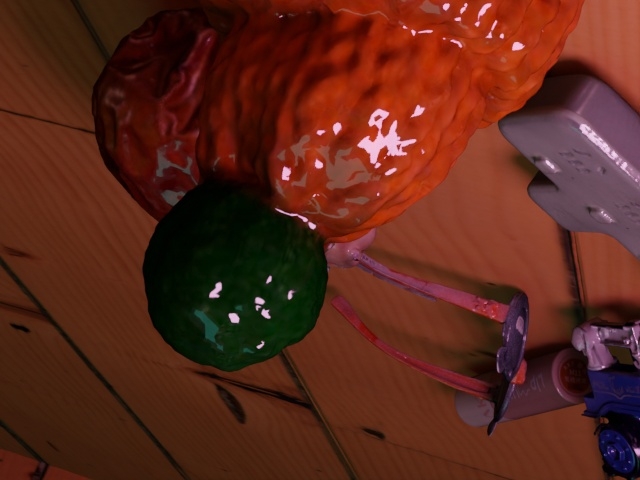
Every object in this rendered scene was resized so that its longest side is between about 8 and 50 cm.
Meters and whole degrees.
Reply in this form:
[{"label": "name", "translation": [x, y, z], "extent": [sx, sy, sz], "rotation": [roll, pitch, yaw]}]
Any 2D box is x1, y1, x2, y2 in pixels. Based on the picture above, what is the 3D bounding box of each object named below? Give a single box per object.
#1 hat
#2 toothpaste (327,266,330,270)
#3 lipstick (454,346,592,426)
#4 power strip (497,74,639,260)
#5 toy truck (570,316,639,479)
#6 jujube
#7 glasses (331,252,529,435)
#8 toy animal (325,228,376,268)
[{"label": "hat", "translation": [0.004, -0.109, 1.135], "extent": [0.285, 0.400, 0.285], "rotation": [20, 155, 10]}, {"label": "toothpaste", "translation": [-0.047, -0.022, 1.858], "extent": [0.065, 0.050, 0.267], "rotation": [12, 157, 19]}, {"label": "lipstick", "translation": [0.257, 0.188, 2.018], "extent": [0.070, 0.070, 0.254], "rotation": [29, 158, -14]}, {"label": "power strip", "translation": [0.265, -0.043, 1.439], "extent": [0.265, 0.059, 0.193], "rotation": [40, 165, -20]}, {"label": "toy truck", "translation": [0.384, 0.155, 1.724], "extent": [0.213, 0.161, 0.177], "rotation": [0, 113, 57]}, {"label": "jujube", "translation": [-0.085, -0.084, 1.559], "extent": [0.216, 0.216, 0.342], "rotation": [12, 164, 25]}, {"label": "glasses", "translation": [0.119, 0.113, 1.903], "extent": [0.268, 0.118, 0.234], "rotation": [17, 155, 13]}, {"label": "toy animal", "translation": [-0.002, -0.006, 1.767], "extent": [0.150, 0.089, 0.083], "rotation": [-18, 172, -6]}]
